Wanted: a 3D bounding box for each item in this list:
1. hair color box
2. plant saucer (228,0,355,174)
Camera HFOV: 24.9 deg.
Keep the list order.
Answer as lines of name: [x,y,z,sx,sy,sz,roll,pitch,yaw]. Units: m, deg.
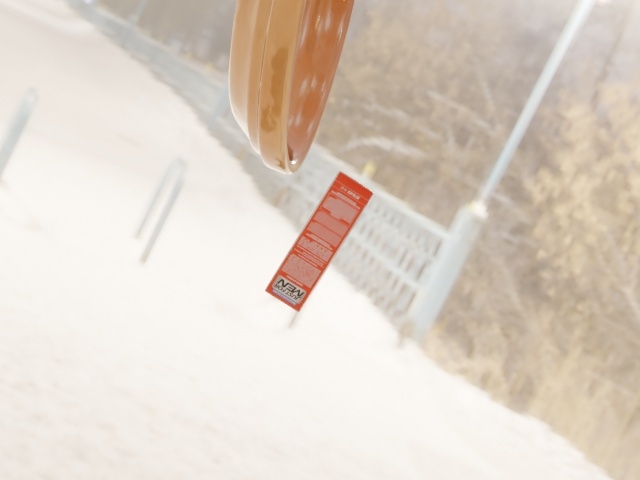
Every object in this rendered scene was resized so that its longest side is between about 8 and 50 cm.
hair color box: [0.000,0.000,1.734,0.053,0.167,0.093,33,4,0]
plant saucer: [-0.008,-0.134,0.738,0.037,0.200,0.200,13,4,6]
